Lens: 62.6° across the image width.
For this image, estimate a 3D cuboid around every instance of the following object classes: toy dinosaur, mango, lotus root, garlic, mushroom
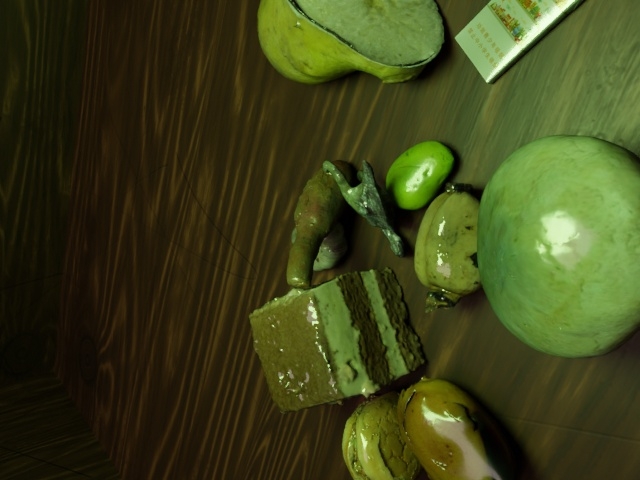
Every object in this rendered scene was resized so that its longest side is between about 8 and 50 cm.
[{"bbox_3d":[0.113,-0.077,1.123,0.077,0.294,0.162,-43,43,2],"label":"toy dinosaur"},{"bbox_3d":[0.275,0.411,1.065,0.201,0.152,0.287,-43,67,28],"label":"mango"},{"bbox_3d":[0.205,-0.139,1.111,0.163,0.089,0.117,-54,51,20],"label":"mango"},{"bbox_3d":[0.265,0.017,1.034,0.154,0.140,0.257,11,94,56],"label":"lotus root"},{"bbox_3d":[0.000,0.000,1.310,0.147,0.102,0.159,24,124,25],"label":"garlic"},{"bbox_3d":[0.382,0.004,0.810,0.352,0.260,0.352,173,90,-87],"label":"mushroom"}]

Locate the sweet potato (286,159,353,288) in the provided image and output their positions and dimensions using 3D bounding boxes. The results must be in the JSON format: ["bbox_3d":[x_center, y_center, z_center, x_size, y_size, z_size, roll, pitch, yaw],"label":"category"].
[{"bbox_3d":[-0.009,-0.048,1.176,0.109,0.385,0.109,15,143,11],"label":"sweet potato"}]

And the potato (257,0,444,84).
[{"bbox_3d":[0.044,-0.448,1.162,0.397,0.290,0.296,29,155,-2],"label":"potato"}]

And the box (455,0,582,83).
[{"bbox_3d":[0.360,-0.408,0.957,0.220,0.032,0.122,-42,66,39],"label":"box"}]

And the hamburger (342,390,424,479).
[{"bbox_3d":[0.143,0.446,1.154,0.108,0.213,0.214,-28,76,43],"label":"hamburger"}]

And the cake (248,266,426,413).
[{"bbox_3d":[0.032,0.217,1.184,0.255,0.290,0.282,-30,72,40],"label":"cake"}]
